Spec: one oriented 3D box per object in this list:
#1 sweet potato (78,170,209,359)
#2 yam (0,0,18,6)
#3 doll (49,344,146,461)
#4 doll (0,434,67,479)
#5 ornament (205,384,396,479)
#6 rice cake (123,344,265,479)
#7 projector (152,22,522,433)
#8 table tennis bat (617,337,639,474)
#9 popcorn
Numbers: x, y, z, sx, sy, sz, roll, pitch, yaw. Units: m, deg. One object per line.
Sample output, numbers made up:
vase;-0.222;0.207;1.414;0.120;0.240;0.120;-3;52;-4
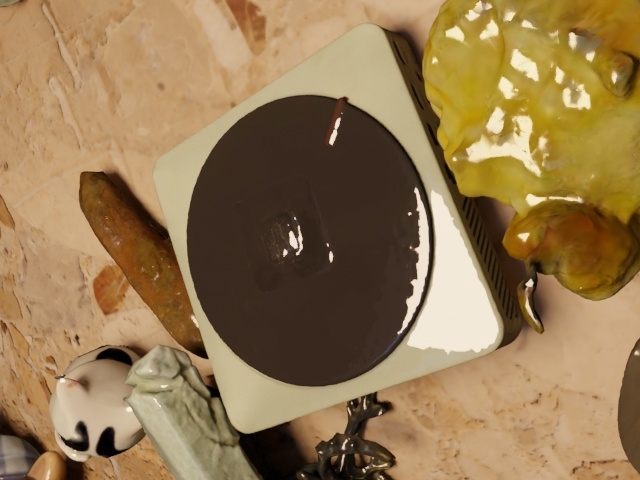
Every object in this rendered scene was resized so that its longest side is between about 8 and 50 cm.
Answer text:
sweet potato;-0.165;0.026;0.718;0.273;0.075;0.075;42;123;22
yam;-0.404;-0.299;0.789;0.179;0.078;0.078;13;110;29
doll;-0.228;0.170;0.742;0.181;0.110;0.107;-171;94;-76
doll;-0.475;0.363;0.944;0.340;0.209;0.318;20;117;27
ornament;-0.034;0.188;0.668;0.236;0.080;0.202;-37;84;39
rice cake;-0.069;0.243;0.623;0.066;0.063;0.336;-31;92;43
projector;0.000;0.000;0.574;0.259;0.079;0.257;-26;78;31
table tennis bat;0.268;0.082;0.454;0.131;0.022;0.234;15;117;33
popcorn;0.142;-0.070;0.421;0.168;0.173;0.195;6;112;20
